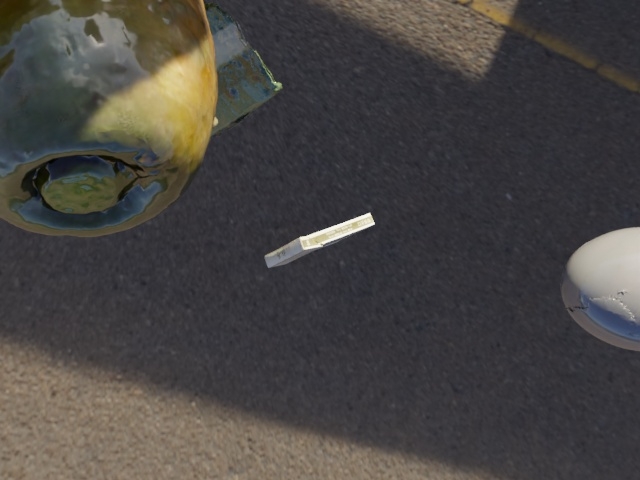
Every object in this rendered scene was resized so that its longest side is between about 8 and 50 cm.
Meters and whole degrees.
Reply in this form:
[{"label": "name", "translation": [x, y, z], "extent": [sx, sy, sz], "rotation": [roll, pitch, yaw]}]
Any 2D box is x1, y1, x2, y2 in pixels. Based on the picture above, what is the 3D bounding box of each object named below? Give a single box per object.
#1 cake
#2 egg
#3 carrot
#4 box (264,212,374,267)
[{"label": "cake", "translation": [-0.146, -0.243, 1.226], "extent": [0.284, 0.172, 0.158], "rotation": [-20, 121, 45]}, {"label": "egg", "translation": [0.375, 0.057, 1.088], "extent": [0.199, 0.146, 0.146], "rotation": [0, 109, -16]}, {"label": "carrot", "translation": [-0.202, -0.175, 0.768], "extent": [0.224, 0.340, 0.224], "rotation": [-8, 150, -5]}, {"label": "box", "translation": [0.000, 0.000, 1.711], "extent": [0.198, 0.109, 0.029], "rotation": [-21, 86, -45]}]
